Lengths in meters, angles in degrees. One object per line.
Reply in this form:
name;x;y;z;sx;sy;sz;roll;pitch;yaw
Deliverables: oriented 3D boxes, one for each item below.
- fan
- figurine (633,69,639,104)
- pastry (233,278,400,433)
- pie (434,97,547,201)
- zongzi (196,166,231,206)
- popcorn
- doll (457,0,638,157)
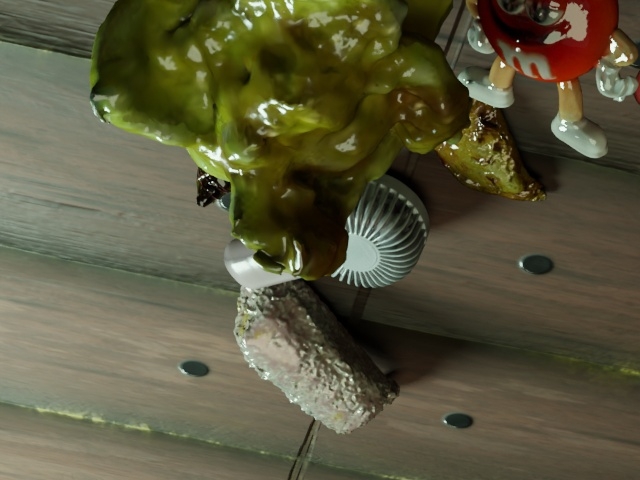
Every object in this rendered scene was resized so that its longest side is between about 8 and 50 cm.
fan;0.000;0.000;1.742;0.244;0.074;0.130;-15;127;34
figurine;0.409;-0.154;1.355;0.261;0.269;0.211;16;110;5
pastry;-0.001;0.143;1.886;0.103;0.112;0.265;-30;131;24
pie;0.157;-0.087;1.632;0.088;0.033;0.191;-8;140;25
zongzi;-0.085;-0.075;1.672;0.073;0.067;0.083;21;123;-5
popcorn;-0.039;-0.162;1.372;0.326;0.290;0.321;-12;126;-11
doll;0.200;-0.180;1.437;0.183;0.085;0.217;30;141;20
